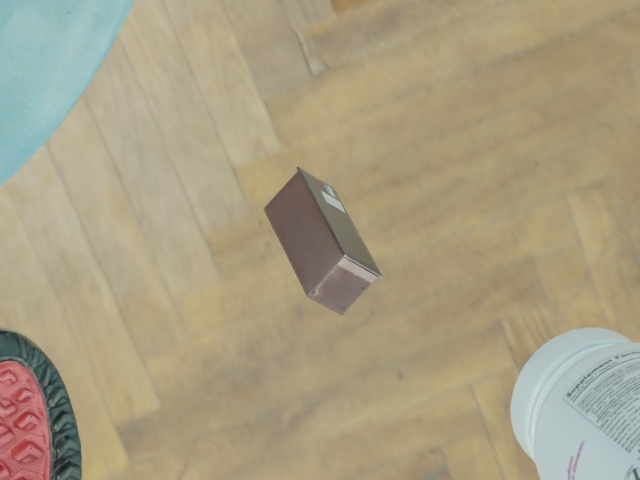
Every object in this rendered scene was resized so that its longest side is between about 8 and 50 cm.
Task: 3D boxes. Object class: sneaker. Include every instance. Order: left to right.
[{"bbox_3d":[-0.196,0.140,0.905,0.104,0.125,0.262,4,120,-31],"label":"sneaker"}]

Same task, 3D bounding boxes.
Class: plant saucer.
[{"bbox_3d":[-0.128,-0.092,0.686,0.037,0.195,0.195,32,103,14],"label":"plant saucer"}]

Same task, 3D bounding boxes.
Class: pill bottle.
[{"bbox_3d":[0.268,0.176,1.488,0.160,0.283,0.160,-5,107,-17],"label":"pill bottle"}]

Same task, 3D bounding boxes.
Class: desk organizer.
[{"bbox_3d":[0.000,0.000,1.583,0.047,0.130,0.050,30,111,-37],"label":"desk organizer"}]
